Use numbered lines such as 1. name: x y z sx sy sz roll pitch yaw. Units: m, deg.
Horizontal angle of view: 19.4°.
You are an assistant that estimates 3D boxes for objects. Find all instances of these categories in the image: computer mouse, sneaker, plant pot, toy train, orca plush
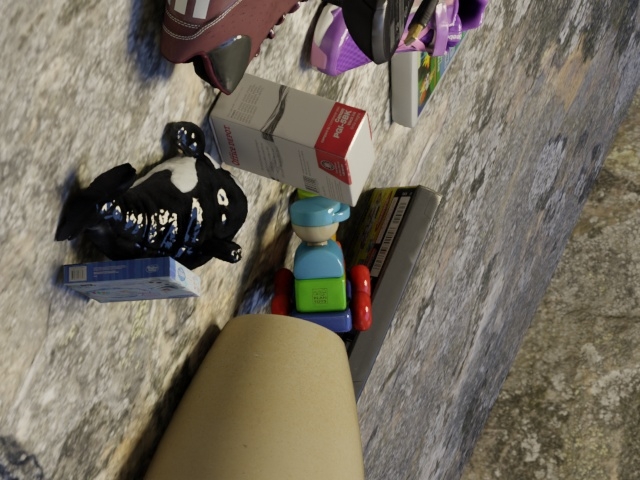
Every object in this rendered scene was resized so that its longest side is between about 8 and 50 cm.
1. computer mouse: 0.066 -0.242 1.778 0.184 0.060 0.262 85 20 -50
2. sneaker: -0.053 -0.210 1.564 0.281 0.106 0.162 -25 141 -53
3. sneaker: 0.087 -0.225 1.919 0.236 0.104 0.095 -33 150 -40
4. plant pot: -0.060 0.223 1.888 0.256 0.257 0.274 74 23 -65
5. toy train: 0.000 0.000 2.031 0.248 0.105 0.143 -88 175 -72
6. orca plush: -0.108 -0.023 1.588 0.151 0.102 0.287 -67 164 -5

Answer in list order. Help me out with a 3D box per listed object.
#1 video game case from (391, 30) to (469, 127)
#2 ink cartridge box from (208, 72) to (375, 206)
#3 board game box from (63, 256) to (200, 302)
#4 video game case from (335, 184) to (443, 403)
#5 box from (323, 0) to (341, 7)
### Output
1. video game case: 0.157 -0.336 2.179 0.300 0.036 0.329 -60 163 -27
2. ink cartridge box: -0.024 -0.094 1.715 0.099 0.135 0.056 77 34 -64
3. board game box: -0.154 0.033 1.539 0.090 0.090 0.020 46 41 -73
4. video game case: 0.049 0.067 2.170 0.248 0.035 0.274 -174 -73 -80
5. box: 0.045 -0.347 1.763 0.175 0.051 0.220 -61 162 -24
